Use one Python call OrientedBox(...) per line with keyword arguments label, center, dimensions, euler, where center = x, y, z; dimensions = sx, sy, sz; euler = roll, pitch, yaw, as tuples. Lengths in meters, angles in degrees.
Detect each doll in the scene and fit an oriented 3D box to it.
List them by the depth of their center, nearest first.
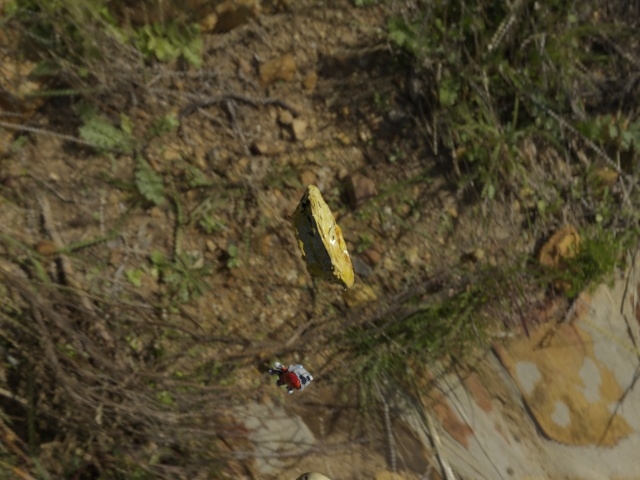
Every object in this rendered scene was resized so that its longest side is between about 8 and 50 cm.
OrientedBox(label="doll", center=(-0.044, 0.237, 1.647), dimensions=(0.114, 0.039, 0.057), euler=(-10, 81, 52))

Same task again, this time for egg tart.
OrientedBox(label="egg tart", center=(0.000, 0.000, 1.073), dimensions=(0.052, 0.130, 0.130), euler=(-21, 62, 4))

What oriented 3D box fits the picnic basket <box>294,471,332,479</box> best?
OrientedBox(label="picnic basket", center=(-0.018, 0.467, 1.199), dimensions=(0.228, 0.313, 0.175), euler=(32, 39, -7))
